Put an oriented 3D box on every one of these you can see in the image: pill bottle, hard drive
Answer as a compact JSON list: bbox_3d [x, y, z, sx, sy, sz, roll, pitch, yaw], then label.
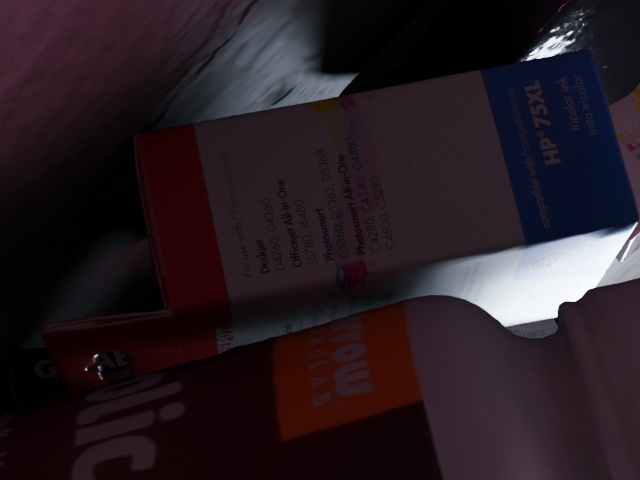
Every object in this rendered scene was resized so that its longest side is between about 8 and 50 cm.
[{"bbox_3d":[-0.012,0.149,0.632,0.392,0.224,0.224,-16,168,5],"label":"pill bottle"},{"bbox_3d":[0.132,-0.115,0.797,0.172,0.054,0.254,-46,165,32],"label":"hard drive"}]

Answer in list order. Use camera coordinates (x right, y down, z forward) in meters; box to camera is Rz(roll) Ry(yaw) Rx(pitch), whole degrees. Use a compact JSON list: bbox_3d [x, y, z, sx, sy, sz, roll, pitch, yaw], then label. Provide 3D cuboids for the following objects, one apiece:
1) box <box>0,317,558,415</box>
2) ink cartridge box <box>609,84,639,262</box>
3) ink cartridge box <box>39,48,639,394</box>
[{"bbox_3d":[-0.044,0.142,0.901,0.293,0.073,0.295,-7,144,-24],"label":"box"},{"bbox_3d":[0.229,-0.056,1.179,0.143,0.090,0.092,-38,167,-3],"label":"ink cartridge box"},{"bbox_3d":[0.000,0.000,0.689,0.231,0.078,0.134,-10,163,-6],"label":"ink cartridge box"}]
